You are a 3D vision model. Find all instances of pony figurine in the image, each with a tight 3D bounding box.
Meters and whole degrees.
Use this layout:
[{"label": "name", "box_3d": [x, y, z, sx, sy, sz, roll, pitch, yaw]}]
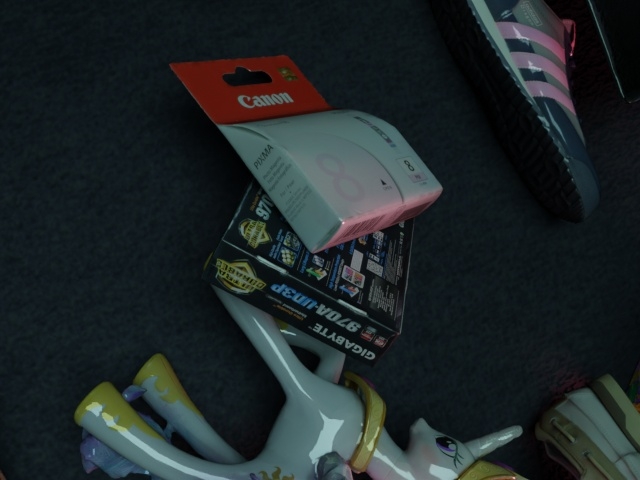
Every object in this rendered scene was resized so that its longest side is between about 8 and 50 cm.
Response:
[{"label": "pony figurine", "box_3d": [-0.029, 0.220, 0.740, 0.363, 0.303, 0.351, 35, 66, 9]}]

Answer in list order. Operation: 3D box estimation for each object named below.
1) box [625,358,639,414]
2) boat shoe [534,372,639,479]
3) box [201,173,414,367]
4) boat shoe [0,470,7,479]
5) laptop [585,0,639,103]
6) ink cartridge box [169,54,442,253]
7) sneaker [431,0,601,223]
[{"label": "box", "box_3d": [0.529, 0.166, 0.846, 0.279, 0.290, 0.177, 30, 76, -7]}, {"label": "boat shoe", "box_3d": [0.300, 0.258, 0.796, 0.103, 0.302, 0.113, -29, 117, 8]}, {"label": "box", "box_3d": [0.000, 0.000, 0.799, 0.175, 0.051, 0.220, 28, 32, -8]}, {"label": "boat shoe", "box_3d": [-0.346, 0.179, 0.706, 0.123, 0.116, 0.325, -26, 83, -26]}, {"label": "laptop", "box_3d": [0.363, -0.399, 0.960, 0.381, 0.408, 0.236, -23, 130, -16]}, {"label": "ink cartridge box", "box_3d": [-0.008, -0.107, 0.806, 0.189, 0.066, 0.232, -20, 72, -52]}, {"label": "sneaker", "box_3d": [0.250, -0.180, 0.926, 0.131, 0.112, 0.319, -26, 89, -14]}]
